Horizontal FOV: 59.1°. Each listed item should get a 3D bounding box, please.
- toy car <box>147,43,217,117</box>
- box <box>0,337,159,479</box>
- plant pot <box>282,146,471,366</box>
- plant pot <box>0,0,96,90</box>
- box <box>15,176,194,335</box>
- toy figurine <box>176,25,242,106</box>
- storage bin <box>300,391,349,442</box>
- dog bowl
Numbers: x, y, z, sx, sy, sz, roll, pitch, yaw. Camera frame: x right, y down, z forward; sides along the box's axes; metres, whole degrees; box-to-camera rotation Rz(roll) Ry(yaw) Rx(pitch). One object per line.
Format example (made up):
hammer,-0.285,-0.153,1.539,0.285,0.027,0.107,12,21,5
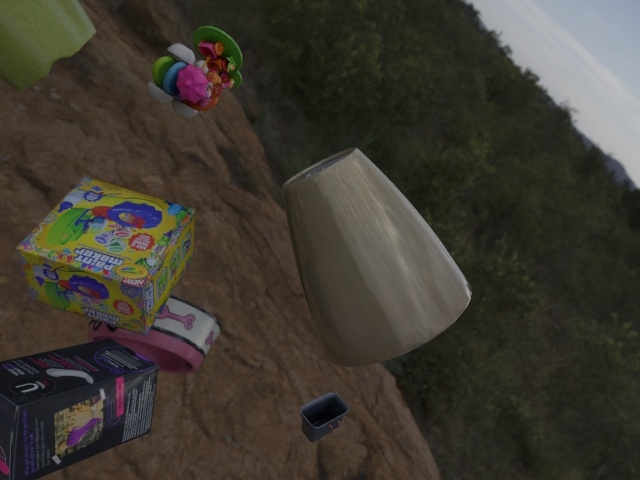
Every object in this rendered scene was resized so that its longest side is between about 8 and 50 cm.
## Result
toy car,-0.346,-0.404,1.467,0.182,0.159,0.136,27,11,-42
box,-0.443,0.284,0.984,0.165,0.143,0.270,16,11,32
plant pot,0.060,0.006,0.877,0.274,0.256,0.256,63,21,-12
plant pot,-0.528,-0.401,0.933,0.254,0.276,0.276,54,17,-33
box,-0.486,0.031,1.331,0.289,0.177,0.279,16,43,3
toy figurine,-0.268,-0.379,1.320,0.159,0.130,0.173,-64,154,-27
storage bin,0.010,0.521,1.629,0.135,0.091,0.098,-18,42,-35
dog bowl,-0.523,0.288,1.742,0.408,0.408,0.150,32,57,-31
